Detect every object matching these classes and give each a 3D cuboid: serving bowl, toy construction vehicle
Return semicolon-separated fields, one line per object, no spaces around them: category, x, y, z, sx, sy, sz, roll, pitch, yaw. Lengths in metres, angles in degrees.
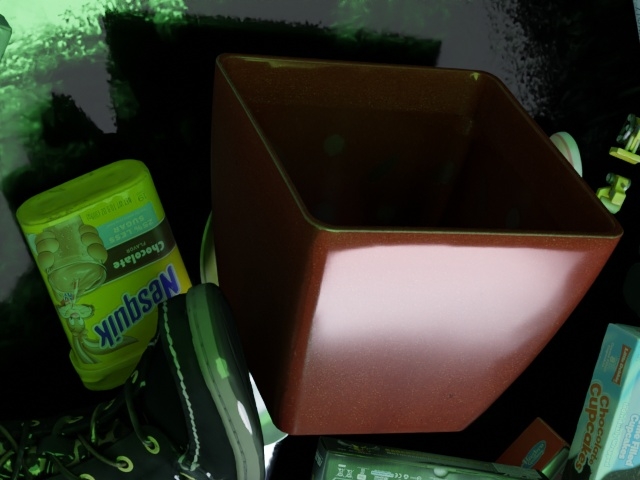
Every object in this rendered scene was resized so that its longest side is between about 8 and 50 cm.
serving bowl;-0.059;0.152;1.571;0.083;0.027;0.083;-9;115;-20
toy construction vehicle;0.317;-0.062;1.626;0.086;0.035;0.098;23;104;-18

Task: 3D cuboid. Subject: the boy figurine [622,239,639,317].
boy figurine;0.457;0.042;1.705;0.285;0.092;0.177;6;109;-26

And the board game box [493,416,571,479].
board game box;0.202;0.373;1.756;0.316;0.064;0.242;-46;121;1

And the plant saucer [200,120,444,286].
plant saucer;0.000;0.000;1.525;0.241;0.037;0.241;-9;115;-20

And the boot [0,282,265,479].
boot;-0.194;0.168;1.376;0.284;0.138;0.377;-10;157;-7

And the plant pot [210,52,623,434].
plant pot;0.048;0.016;1.396;0.267;0.267;0.236;1;124;-23

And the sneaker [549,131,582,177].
sneaker;0.202;-0.037;1.585;0.070;0.051;0.134;-5;118;-27

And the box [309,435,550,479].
box;0.096;0.300;1.632;0.231;0.056;0.183;9;98;-8

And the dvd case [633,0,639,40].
dvd case;0.378;-0.250;1.585;0.180;0.022;0.253;-23;119;-12

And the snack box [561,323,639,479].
snack box;0.329;0.253;1.654;0.187;0.060;0.322;11;100;-25

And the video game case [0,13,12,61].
video game case;-0.405;-0.089;1.302;0.244;0.061;0.269;18;104;-29

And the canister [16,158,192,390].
canister;-0.178;0.029;1.443;0.126;0.073;0.170;-24;118;-11
